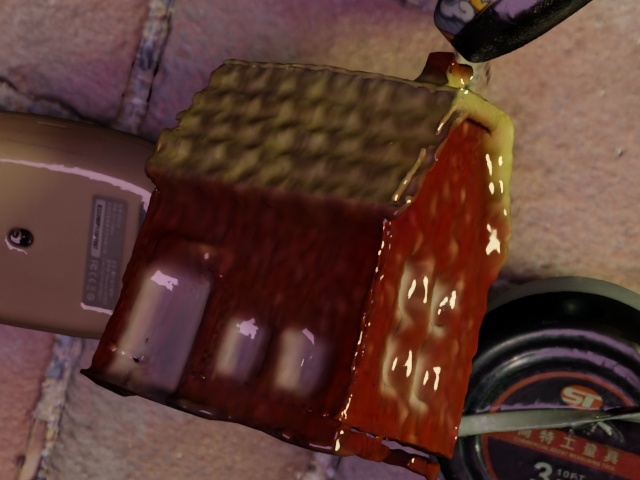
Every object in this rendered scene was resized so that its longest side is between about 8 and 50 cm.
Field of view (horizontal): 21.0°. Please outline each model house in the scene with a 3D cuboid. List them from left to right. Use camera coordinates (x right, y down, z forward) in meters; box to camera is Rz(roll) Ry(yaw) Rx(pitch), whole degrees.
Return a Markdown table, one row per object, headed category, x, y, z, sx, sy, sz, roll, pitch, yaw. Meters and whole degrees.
| category | x | y | z | sx | sy | sz | roll | pitch | yaw |
| --- | --- | --- | --- | --- | --- | --- | --- | --- | --- |
| model house | 0.000 | 0.000 | 1.052 | 0.196 | 0.160 | 0.254 | 12 | 79 | 34 |

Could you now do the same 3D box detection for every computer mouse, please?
| category | x | y | z | sx | sy | sz | roll | pitch | yaw |
| --- | --- | --- | --- | --- | --- | --- | --- | --- | --- |
| computer mouse | -0.186 | -0.012 | 1.150 | 0.237 | 0.082 | 0.145 | 8 | 107 | 6 |

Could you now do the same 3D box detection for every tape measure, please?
| category | x | y | z | sx | sy | sz | roll | pitch | yaw |
| --- | --- | --- | --- | --- | --- | --- | --- | --- | --- |
| tape measure | 0.163 | 0.116 | 1.110 | 0.182 | 0.107 | 0.181 | 18 | 112 | 6 |

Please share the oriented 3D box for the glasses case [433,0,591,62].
| category | x | y | z | sx | sy | sz | roll | pitch | yaw |
| --- | --- | --- | --- | --- | --- | --- | --- | --- | --- |
| glasses case | 0.193 | -0.222 | 0.989 | 0.321 | 0.122 | 0.082 | -42 | 88 | 16 |
